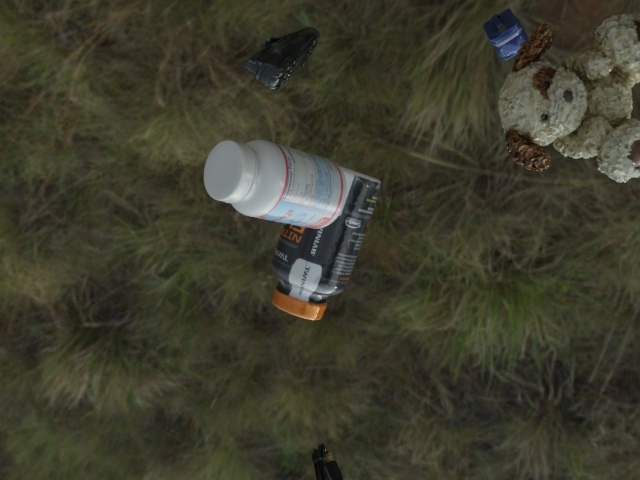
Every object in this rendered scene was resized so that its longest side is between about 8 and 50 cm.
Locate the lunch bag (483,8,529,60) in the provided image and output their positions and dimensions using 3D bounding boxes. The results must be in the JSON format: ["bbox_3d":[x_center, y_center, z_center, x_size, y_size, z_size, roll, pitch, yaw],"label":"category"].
[{"bbox_3d":[0.364,-0.412,1.427,0.067,0.098,0.065,-30,125,18],"label":"lunch bag"}]

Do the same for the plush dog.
[{"bbox_3d":[0.396,-0.225,1.175,0.225,0.210,0.263,2,90,-14],"label":"plush dog"}]

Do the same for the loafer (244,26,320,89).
[{"bbox_3d":[-0.066,-0.352,1.339,0.078,0.223,0.076,33,131,1],"label":"loafer"}]

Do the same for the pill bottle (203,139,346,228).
[{"bbox_3d":[-0.050,-0.066,0.826,0.087,0.087,0.160,-28,155,37],"label":"pill bottle"}]

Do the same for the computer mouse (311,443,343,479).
[{"bbox_3d":[0.051,0.320,0.755,0.041,0.242,0.071,-31,150,8],"label":"computer mouse"}]

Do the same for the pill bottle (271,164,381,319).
[{"bbox_3d":[0.000,0.000,1.158,0.130,0.130,0.246,19,96,5],"label":"pill bottle"}]
